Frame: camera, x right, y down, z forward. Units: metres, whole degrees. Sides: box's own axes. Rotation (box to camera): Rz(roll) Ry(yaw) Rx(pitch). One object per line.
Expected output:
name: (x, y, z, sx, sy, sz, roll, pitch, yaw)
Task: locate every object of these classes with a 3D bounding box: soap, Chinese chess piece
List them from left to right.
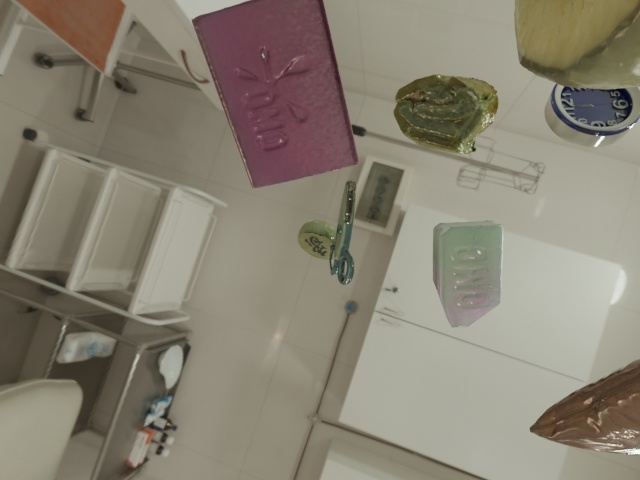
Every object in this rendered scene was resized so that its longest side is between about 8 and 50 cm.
soap: (-0.055, -0.218, 0.636, 0.081, 0.181, 0.259, -85, 163, -61)
Chinese chess piece: (0.000, 0.000, 1.303, 0.144, 0.144, 0.058, 94, 19, -55)
soap: (0.492, 0.111, 1.437, 0.115, 0.209, 0.346, -82, 169, -78)

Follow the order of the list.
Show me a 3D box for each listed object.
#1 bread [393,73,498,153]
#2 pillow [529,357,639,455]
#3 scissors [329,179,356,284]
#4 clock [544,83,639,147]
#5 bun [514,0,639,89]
bread: (0.301, -0.317, 1.071, 0.124, 0.257, 0.185, -15, 115, -47)
pillow: (0.373, 0.165, 0.423, 0.223, 0.236, 0.084, 119, -21, -48)
scissors: (0.066, -0.024, 1.177, 0.138, 0.041, 0.288, -141, -127, -60)
clock: (0.762, -0.373, 1.196, 0.083, 0.231, 0.230, 68, 40, -66)
bun: (0.376, -0.339, 0.462, 0.364, 0.203, 0.363, -175, -90, -87)
